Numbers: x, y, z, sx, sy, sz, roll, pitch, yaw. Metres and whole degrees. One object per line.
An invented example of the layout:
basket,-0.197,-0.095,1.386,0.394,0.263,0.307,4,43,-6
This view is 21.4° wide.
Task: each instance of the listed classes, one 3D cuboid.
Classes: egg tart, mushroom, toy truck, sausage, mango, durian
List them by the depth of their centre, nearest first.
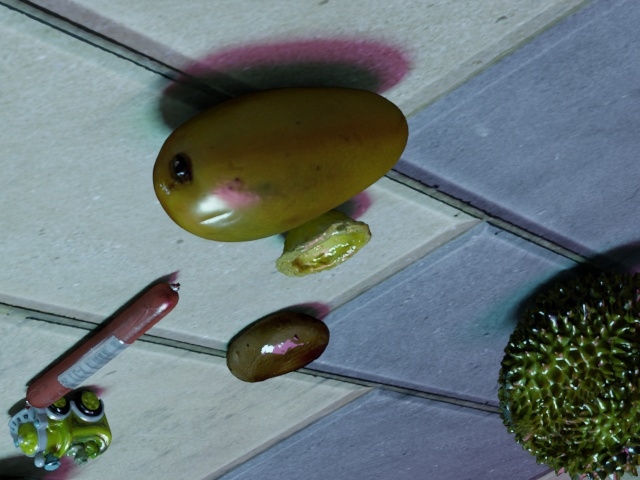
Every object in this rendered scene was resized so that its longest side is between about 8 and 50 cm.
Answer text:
mango,-0.032,-0.067,1.410,0.253,0.113,0.138,-16,154,-36
egg tart,0.000,0.000,1.689,0.105,0.039,0.105,-20,158,-8
sausage,-0.225,0.110,1.729,0.253,0.034,0.034,-36,155,31
toy truck,-0.283,0.212,1.845,0.111,0.077,0.076,-1,149,-44
mushroom,-0.047,0.124,1.917,0.123,0.052,0.123,-17,156,-8
durian,0.364,0.164,2.174,0.258,0.258,0.293,9,121,-54

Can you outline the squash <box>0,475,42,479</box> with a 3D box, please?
squash,-0.377,0.372,1.996,0.218,0.172,0.218,-34,-172,5
